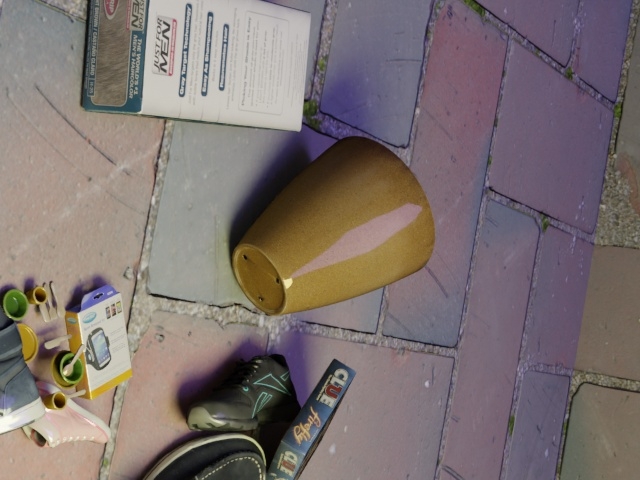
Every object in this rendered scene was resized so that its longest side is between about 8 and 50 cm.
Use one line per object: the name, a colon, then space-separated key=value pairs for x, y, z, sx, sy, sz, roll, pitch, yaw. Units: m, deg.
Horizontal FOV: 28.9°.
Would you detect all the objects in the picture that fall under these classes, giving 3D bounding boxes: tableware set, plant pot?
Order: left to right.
tableware set: x=-0.328 y=0.127 z=1.488 sx=0.104 sy=0.024 sz=0.154 roll=-18 pitch=94 yaw=-54
plant pot: x=0.000 y=0.000 z=1.853 sx=0.254 sy=0.237 sz=0.237 roll=-31 pitch=123 yaw=-35

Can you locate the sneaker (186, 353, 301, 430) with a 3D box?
sneaker: x=-0.117 y=0.224 z=1.826 sx=0.267 sy=0.101 sz=0.106 roll=4 pitch=83 yaw=-66

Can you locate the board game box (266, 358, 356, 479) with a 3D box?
board game box: x=-0.027 y=0.305 z=1.898 sx=0.165 sy=0.042 sz=0.243 roll=-55 pitch=172 yaw=-35

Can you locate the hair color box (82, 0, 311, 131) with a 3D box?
hair color box: x=-0.154 y=-0.241 z=1.644 sx=0.347 sy=0.105 sz=0.174 roll=-1 pitch=97 yaw=-58

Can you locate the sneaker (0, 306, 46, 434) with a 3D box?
sneaker: x=-0.417 y=0.152 z=1.344 sx=0.226 sy=0.086 sz=0.163 roll=-24 pitch=107 yaw=-44

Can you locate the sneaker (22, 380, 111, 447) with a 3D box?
sneaker: x=-0.319 y=0.235 z=1.536 sx=0.134 sy=0.051 sz=0.070 roll=48 pitch=52 yaw=-41

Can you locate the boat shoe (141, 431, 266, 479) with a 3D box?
boat shoe: x=-0.206 y=0.417 z=1.658 sx=0.500 sy=0.156 sz=0.186 roll=-31 pitch=120 yaw=-52

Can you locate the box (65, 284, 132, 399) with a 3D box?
box: x=-0.284 y=0.126 z=1.592 sx=0.081 sy=0.028 sz=0.136 roll=-28 pitch=117 yaw=-52
